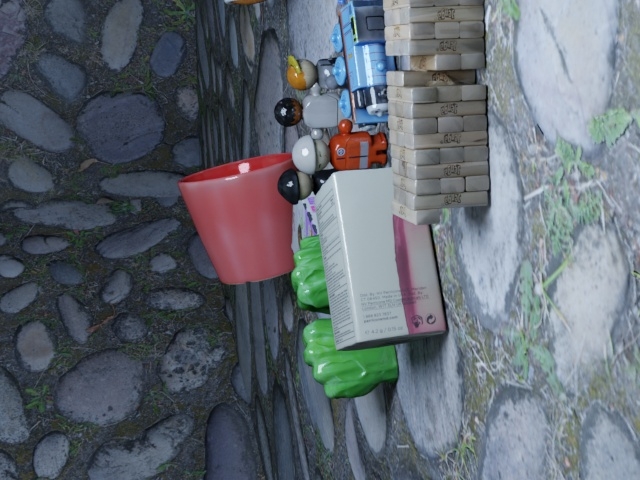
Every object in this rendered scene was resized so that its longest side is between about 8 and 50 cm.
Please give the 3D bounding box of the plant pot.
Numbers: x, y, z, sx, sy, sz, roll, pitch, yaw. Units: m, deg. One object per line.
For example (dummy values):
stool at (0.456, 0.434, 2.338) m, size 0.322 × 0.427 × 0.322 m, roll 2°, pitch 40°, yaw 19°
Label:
plant pot at (-0.157, -0.046, 2.096) m, size 0.275 × 0.274 × 0.243 m, roll -148°, pitch 45°, yaw -75°

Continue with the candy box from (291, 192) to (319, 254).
candy box at (0.000, 0.000, 1.788) m, size 0.196 × 0.070 × 0.165 m, roll -113°, pitch 21°, yaw -52°

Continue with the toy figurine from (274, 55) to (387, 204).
toy figurine at (0.003, -0.175, 1.505) m, size 0.213 × 0.148 × 0.210 m, roll 123°, pitch 140°, yaw -71°

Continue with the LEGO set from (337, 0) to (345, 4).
LEGO set at (0.033, -0.391, 1.393) m, size 0.227 × 0.093 × 0.087 m, roll -137°, pitch 42°, yaw -71°

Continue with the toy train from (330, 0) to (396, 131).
toy train at (0.065, -0.252, 1.357) m, size 0.105 × 0.080 × 0.184 m, roll 164°, pitch 100°, yaw -71°

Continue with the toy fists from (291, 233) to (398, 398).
toy fists at (0.029, 0.119, 1.545) m, size 0.096 × 0.142 × 0.279 m, roll 119°, pitch 144°, yaw -69°

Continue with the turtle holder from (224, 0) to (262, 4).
turtle holder at (-0.181, -0.604, 1.858) m, size 0.320 × 0.243 × 0.227 m, roll 39°, pitch 175°, yaw 11°

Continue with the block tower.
block tower at (0.129, -0.192, 1.065) m, size 0.091 × 0.097 × 0.336 m, roll -143°, pitch 50°, yaw -73°

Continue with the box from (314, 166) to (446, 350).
box at (0.078, 0.028, 1.313) m, size 0.148 × 0.126 × 0.233 m, roll 135°, pitch 128°, yaw -75°
